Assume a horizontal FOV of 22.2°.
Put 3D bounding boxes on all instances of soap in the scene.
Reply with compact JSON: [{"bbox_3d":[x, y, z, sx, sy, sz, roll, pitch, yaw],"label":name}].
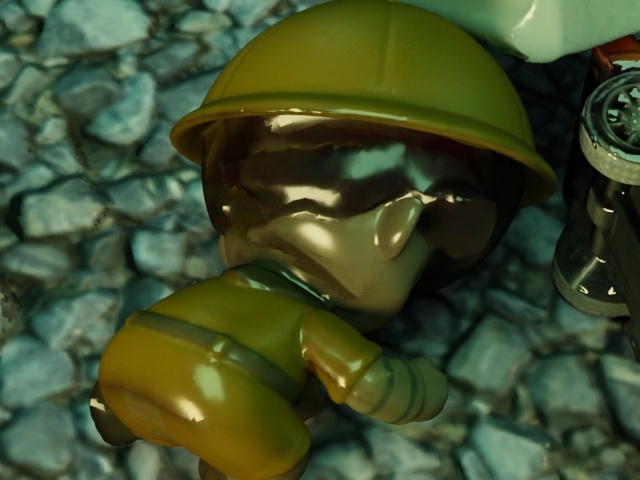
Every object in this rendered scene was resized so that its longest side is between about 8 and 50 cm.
[{"bbox_3d":[0.103,-0.172,0.880,0.150,0.094,0.261,-16,21,-20],"label":"soap"}]

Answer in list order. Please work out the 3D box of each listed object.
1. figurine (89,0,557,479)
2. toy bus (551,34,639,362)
[{"bbox_3d":[-0.002,-0.003,0.780,0.192,0.167,0.257,8,53,37],"label":"figurine"},{"bbox_3d":[0.225,0.054,0.769,0.153,0.143,0.329,-13,55,-10],"label":"toy bus"}]
